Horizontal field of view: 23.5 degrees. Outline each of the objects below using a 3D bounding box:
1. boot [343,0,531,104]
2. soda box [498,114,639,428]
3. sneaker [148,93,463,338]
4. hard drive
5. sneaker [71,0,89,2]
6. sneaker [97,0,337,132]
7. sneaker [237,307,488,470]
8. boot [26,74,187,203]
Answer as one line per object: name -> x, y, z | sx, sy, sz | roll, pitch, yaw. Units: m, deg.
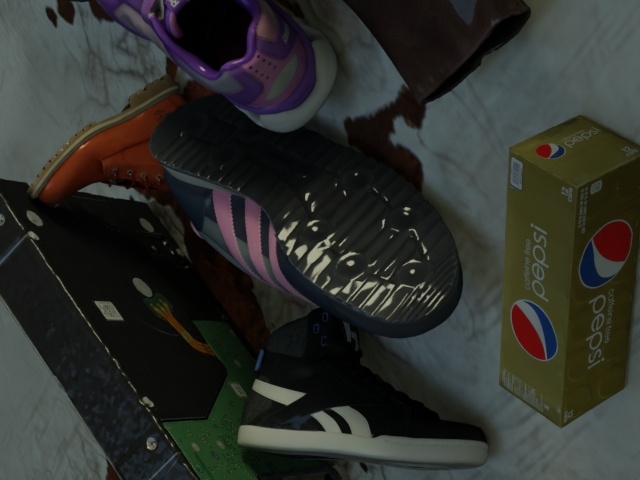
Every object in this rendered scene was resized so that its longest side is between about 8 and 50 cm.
boot -> 0.014, -0.175, 0.976 | 0.248, 0.090, 0.207 | -35, 80, 57
soda box -> 0.151, 0.021, 0.934 | 0.058, 0.061, 0.181 | 35, 139, 41
sneaker -> 0.000, 0.000, 1.146 | 0.319, 0.112, 0.131 | 38, 158, 43
hard drive -> -0.143, 0.097, 1.311 | 0.064, 0.237, 0.339 | -46, 68, 18
sneaker -> -0.269, -0.300, 1.348 | 0.222, 0.083, 0.118 | 46, 151, 34
sneaker -> -0.097, -0.171, 1.106 | 0.236, 0.104, 0.095 | 38, 101, 25
sneaker -> 0.032, 0.109, 1.183 | 0.217, 0.079, 0.121 | 0, 76, 33
boot -> -0.167, -0.064, 1.294 | 0.084, 0.158, 0.059 | 55, 166, -1
